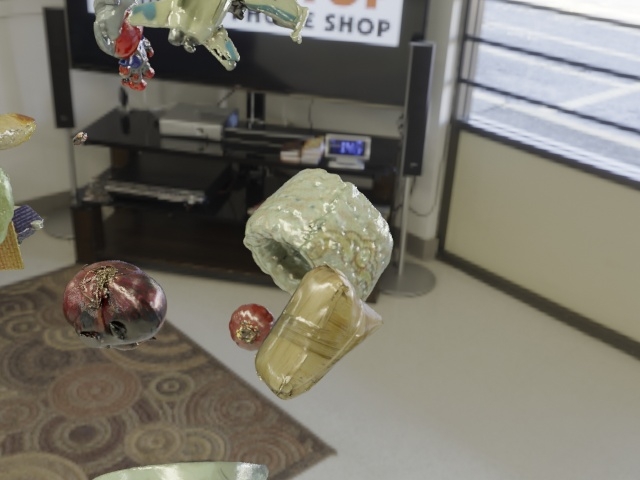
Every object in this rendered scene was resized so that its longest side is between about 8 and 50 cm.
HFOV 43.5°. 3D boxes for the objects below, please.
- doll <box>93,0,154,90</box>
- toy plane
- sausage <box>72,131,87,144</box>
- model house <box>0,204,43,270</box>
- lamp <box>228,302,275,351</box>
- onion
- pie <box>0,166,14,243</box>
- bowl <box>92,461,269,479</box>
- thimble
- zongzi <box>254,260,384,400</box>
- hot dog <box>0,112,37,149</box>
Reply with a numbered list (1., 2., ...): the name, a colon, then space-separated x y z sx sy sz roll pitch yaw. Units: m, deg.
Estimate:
1. doll: -0.290 -0.304 1.190 0.062 0.195 0.104 34 69 23
2. toy plane: -0.083 -0.280 0.755 0.192 0.088 0.262 25 59 -12
3. sausage: -0.618 -0.261 2.059 0.028 0.025 0.198 -32 13 -16
4. model house: -0.491 -0.003 1.263 0.100 0.088 0.100 4 25 26
5. lamp: -0.140 0.178 1.651 0.101 0.101 0.090 6 14 6
6. onion: -0.493 0.160 1.977 0.281 0.281 0.221 15 45 22
7. pie: -0.512 -0.055 1.097 0.186 0.187 0.041 3 19 0
8. bowl: -0.242 0.480 1.382 0.307 0.307 0.163 0 67 -6
9. thimble: 0.000 0.000 1.652 0.291 0.291 0.195 21 60 32
10. zongzi: 0.008 0.151 1.159 0.099 0.197 0.194 29 81 38
11. hot dog: -0.612 -0.204 1.527 0.078 0.061 0.169 31 21 17
